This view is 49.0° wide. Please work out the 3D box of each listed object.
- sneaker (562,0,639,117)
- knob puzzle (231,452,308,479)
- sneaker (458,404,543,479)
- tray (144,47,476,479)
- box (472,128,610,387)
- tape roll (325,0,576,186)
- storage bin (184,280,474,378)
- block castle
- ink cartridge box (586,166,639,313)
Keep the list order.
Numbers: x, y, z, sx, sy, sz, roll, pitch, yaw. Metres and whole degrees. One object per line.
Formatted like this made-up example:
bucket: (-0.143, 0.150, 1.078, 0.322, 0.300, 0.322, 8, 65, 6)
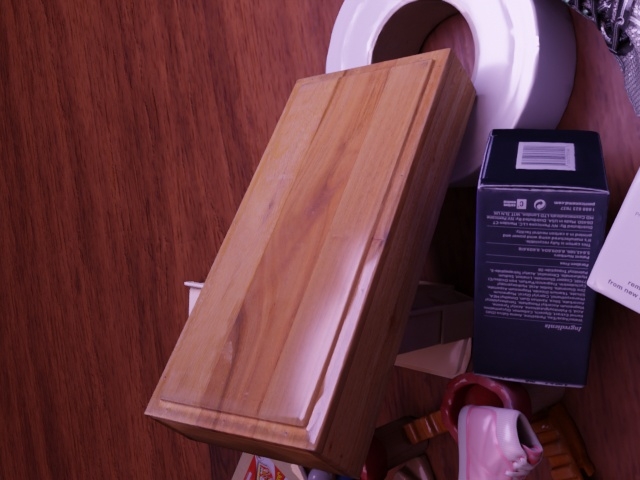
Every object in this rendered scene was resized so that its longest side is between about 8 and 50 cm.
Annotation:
sneaker: (0.252, -0.254, 0.660, 0.146, 0.134, 0.344, -17, 72, -2)
knob puzzle: (-0.062, 0.412, 1.097, 0.213, 0.030, 0.213, 3, 95, 42)
sneaker: (0.166, 0.217, 0.635, 0.070, 0.051, 0.134, -12, 72, 38)
tray: (0.000, 0.000, 0.683, 0.202, 0.076, 0.411, -2, 57, 39)
box: (0.209, 0.013, 0.681, 0.108, 0.153, 0.207, 4, 117, 16)
tape roll: (0.141, -0.202, 0.816, 0.286, 0.100, 0.286, 5, 98, 42)
storage bin: (0.012, 0.113, 0.851, 0.260, 0.262, 0.123, 6, 95, 42)
block castle: (0.184, 0.383, 0.751, 0.303, 0.212, 0.453, -34, 71, 39)
ink cartridge box: (0.356, -0.066, 0.566, 0.114, 0.198, 0.273, 33, 114, 37)
